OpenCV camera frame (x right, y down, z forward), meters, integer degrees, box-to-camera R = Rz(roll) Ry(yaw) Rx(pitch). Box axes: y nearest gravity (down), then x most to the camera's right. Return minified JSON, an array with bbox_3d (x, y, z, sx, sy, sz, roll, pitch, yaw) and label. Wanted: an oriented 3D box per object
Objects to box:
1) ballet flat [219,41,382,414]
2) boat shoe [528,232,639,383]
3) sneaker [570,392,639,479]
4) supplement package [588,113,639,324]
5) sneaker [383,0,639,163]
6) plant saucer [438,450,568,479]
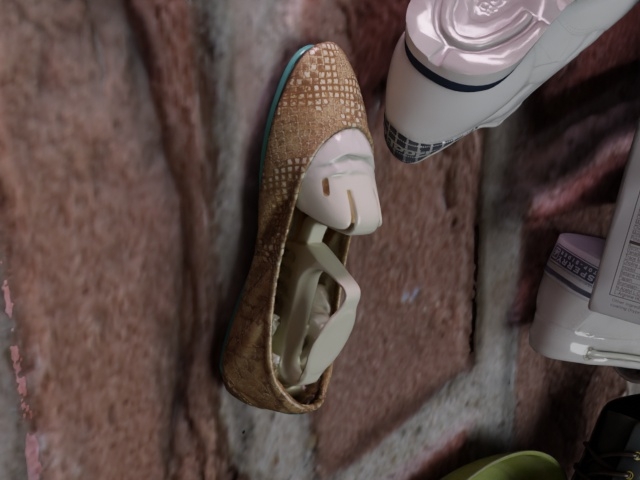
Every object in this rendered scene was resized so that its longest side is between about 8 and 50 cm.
[{"bbox_3d":[0.000,0.000,0.969,0.073,0.067,0.206,-13,121,-46],"label":"ballet flat"},{"bbox_3d":[0.239,0.061,1.284,0.267,0.096,0.088,10,108,-52],"label":"boat shoe"},{"bbox_3d":[0.181,0.186,1.260,0.222,0.083,0.118,-24,111,-33],"label":"sneaker"},{"bbox_3d":[0.299,-0.081,1.113,0.199,0.198,0.263,-56,160,-64],"label":"supplement package"},{"bbox_3d":[0.117,-0.129,1.035,0.235,0.090,0.095,-34,154,-34],"label":"sneaker"},{"bbox_3d":[0.087,0.246,1.261,0.241,0.037,0.241,-30,134,-37],"label":"plant saucer"}]
